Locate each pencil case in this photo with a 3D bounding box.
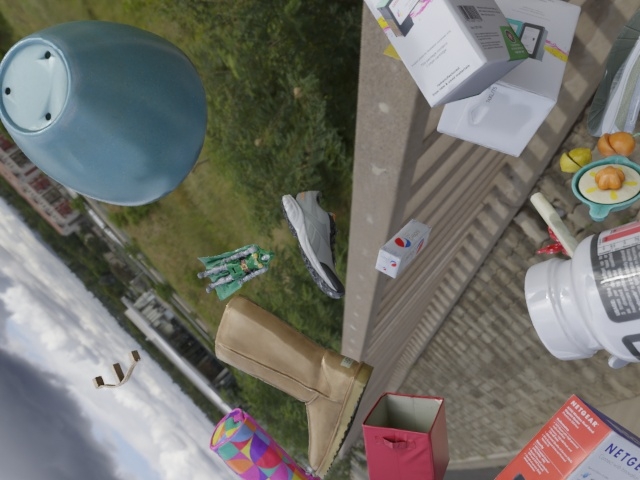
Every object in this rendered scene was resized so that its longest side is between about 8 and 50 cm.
[{"bbox_3d":[-0.110,0.440,0.947,0.236,0.104,0.104,48,158,-16],"label":"pencil case"}]

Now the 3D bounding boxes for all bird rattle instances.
[{"bbox_3d":[0.858,0.039,1.548,0.253,0.143,0.207,32,179,-24],"label":"bird rattle"}]

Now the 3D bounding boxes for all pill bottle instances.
[{"bbox_3d":[0.516,0.065,0.705,0.363,0.210,0.210,-26,110,44],"label":"pill bottle"}]

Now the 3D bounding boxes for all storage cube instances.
[{"bbox_3d":[0.237,0.554,1.301,0.183,0.215,0.193,-3,100,26],"label":"storage cube"}]

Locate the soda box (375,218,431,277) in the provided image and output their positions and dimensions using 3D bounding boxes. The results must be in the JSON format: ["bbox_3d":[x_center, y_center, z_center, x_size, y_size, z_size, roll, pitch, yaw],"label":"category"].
[{"bbox_3d":[0.246,0.020,1.397,0.069,0.216,0.074,28,130,24],"label":"soda box"}]

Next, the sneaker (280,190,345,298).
[{"bbox_3d":[0.000,0.000,1.047,0.100,0.108,0.271,83,165,-67],"label":"sneaker"}]

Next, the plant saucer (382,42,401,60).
[{"bbox_3d":[0.383,-0.572,1.442,0.333,0.333,0.081,-99,16,-65],"label":"plant saucer"}]

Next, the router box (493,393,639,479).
[{"bbox_3d":[0.423,0.441,0.754,0.335,0.301,0.082,32,-169,-20],"label":"router box"}]

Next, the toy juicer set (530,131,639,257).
[{"bbox_3d":[0.571,-0.131,0.998,0.209,0.329,0.089,49,175,46],"label":"toy juicer set"}]

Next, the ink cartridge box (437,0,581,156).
[{"bbox_3d":[0.402,-0.366,1.037,0.197,0.270,0.198,21,158,8],"label":"ink cartridge box"}]

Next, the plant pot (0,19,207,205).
[{"bbox_3d":[-0.347,-0.202,0.712,0.290,0.290,0.195,39,-169,14],"label":"plant pot"}]

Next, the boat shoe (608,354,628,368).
[{"bbox_3d":[0.595,0.219,0.938,0.035,0.100,0.035,39,143,54],"label":"boat shoe"}]

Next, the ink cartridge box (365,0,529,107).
[{"bbox_3d":[0.201,-0.384,0.805,0.117,0.201,0.278,-35,85,45],"label":"ink cartridge box"}]

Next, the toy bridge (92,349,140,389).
[{"bbox_3d":[-0.577,0.382,1.361,0.063,0.188,0.026,61,-159,14],"label":"toy bridge"}]

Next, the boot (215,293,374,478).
[{"bbox_3d":[-0.064,0.250,0.834,0.269,0.236,0.089,23,-167,15],"label":"boot"}]

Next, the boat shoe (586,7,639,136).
[{"bbox_3d":[0.752,-0.402,1.141,0.103,0.118,0.320,11,114,2],"label":"boat shoe"}]

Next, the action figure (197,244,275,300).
[{"bbox_3d":[-0.217,0.072,1.266,0.232,0.063,0.137,-23,104,24],"label":"action figure"}]
